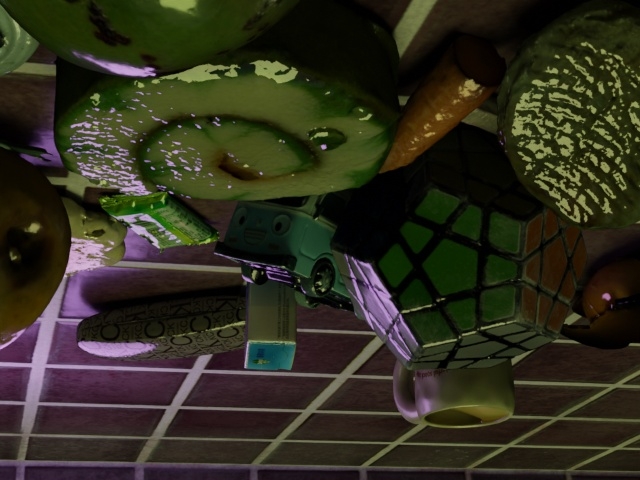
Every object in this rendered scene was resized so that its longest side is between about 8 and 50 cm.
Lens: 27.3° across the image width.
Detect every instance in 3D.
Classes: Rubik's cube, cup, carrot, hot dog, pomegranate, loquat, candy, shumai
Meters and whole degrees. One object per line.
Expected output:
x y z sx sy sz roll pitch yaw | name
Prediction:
0.172 0.014 1.641 0.264 0.319 0.319 34 144 -24 | Rubik's cube
0.236 0.221 2.298 0.173 0.202 0.255 2 158 -11 | cup
0.122 -0.136 1.463 0.072 0.072 0.205 11 138 -30 | carrot
0.489 0.088 2.123 0.194 0.107 0.326 18 162 -22 | hot dog
-0.139 -0.259 0.909 0.291 0.290 0.323 -10 158 19 | pomegranate
-0.442 0.003 1.613 0.275 0.274 0.275 -2 159 -1 | loquat
-0.223 -0.030 1.839 0.102 0.032 0.178 -13 155 18 | candy
0.288 -0.159 1.448 0.222 0.203 0.271 -3 124 -5 | shumai

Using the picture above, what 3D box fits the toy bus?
0.000 0.000 1.744 0.133 0.164 0.271 11 170 37 | toy bus

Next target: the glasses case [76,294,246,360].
-0.243 0.151 2.235 0.355 0.085 0.137 -8 159 15 | glasses case

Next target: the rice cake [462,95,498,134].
0.212 -0.144 1.559 0.207 0.047 0.036 17 144 -42 | rice cake

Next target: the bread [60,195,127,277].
-0.430 -0.002 1.870 0.316 0.054 0.316 -1 161 0 | bread

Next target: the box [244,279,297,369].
-0.071 0.075 1.899 0.073 0.194 0.139 2 159 -4 | box

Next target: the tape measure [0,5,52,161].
-0.314 -0.166 1.294 0.164 0.084 0.330 -7 139 17 | tape measure

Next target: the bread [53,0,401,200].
-0.107 -0.141 1.420 0.382 0.129 0.366 -13 157 29 | bread
